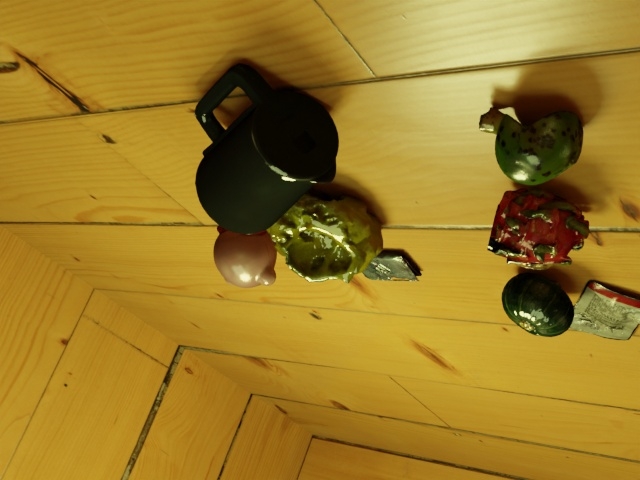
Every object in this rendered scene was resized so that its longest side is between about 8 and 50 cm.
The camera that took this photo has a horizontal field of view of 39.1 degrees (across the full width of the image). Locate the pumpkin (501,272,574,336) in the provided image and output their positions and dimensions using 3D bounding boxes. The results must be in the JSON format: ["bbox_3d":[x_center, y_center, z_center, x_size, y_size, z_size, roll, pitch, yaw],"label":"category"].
[{"bbox_3d":[0.482,0.142,1.995,0.167,0.125,0.167,19,156,9],"label":"pumpkin"}]

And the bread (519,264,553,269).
[{"bbox_3d":[0.445,0.031,1.909,0.110,0.024,0.110,18,159,7],"label":"bread"}]

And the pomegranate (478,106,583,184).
[{"bbox_3d":[0.337,-0.152,1.467,0.169,0.122,0.143,8,-177,23],"label":"pomegranate"}]

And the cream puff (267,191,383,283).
[{"bbox_3d":[-0.001,-0.001,2.026,0.281,0.185,0.282,19,161,7],"label":"cream puff"}]

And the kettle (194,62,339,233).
[{"bbox_3d":[-0.111,-0.181,1.770,0.203,0.262,0.308,-8,167,-27],"label":"kettle"}]

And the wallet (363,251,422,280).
[{"bbox_3d":[0.156,0.059,2.220,0.166,0.030,0.111,1,145,36],"label":"wallet"}]

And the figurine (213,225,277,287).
[{"bbox_3d":[-0.190,0.039,2.299,0.173,0.173,0.173,18,157,8],"label":"figurine"}]

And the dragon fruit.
[{"bbox_3d":[0.408,-0.017,1.676,0.172,0.160,0.166,14,138,12],"label":"dragon fruit"}]

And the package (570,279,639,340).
[{"bbox_3d":[0.649,0.167,2.027,0.154,0.030,0.239,18,157,10],"label":"package"}]
